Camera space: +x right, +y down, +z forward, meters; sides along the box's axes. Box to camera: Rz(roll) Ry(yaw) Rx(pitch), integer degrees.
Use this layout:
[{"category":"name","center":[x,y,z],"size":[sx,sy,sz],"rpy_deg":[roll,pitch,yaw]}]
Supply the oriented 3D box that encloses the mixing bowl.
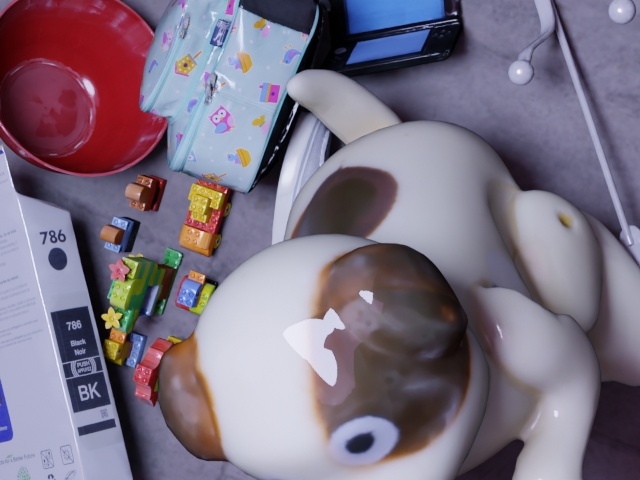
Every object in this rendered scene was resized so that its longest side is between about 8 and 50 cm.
[{"category":"mixing bowl","center":[-0.238,-0.134,1.511],"size":[0.098,0.181,0.181],"rpy_deg":[-26,80,58]}]

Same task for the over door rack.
[{"category":"over door rack","center":[0.281,-0.147,1.308],"size":[0.239,0.108,0.324],"rpy_deg":[-30,80,41]}]

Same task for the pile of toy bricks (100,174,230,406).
[{"category":"pile of toy bricks","center":[-0.162,0.037,1.502],"size":[0.118,0.105,0.212],"rpy_deg":[19,96,18]}]

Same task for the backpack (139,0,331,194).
[{"category":"backpack","center":[-0.082,-0.140,1.436],"size":[0.144,0.166,0.188],"rpy_deg":[11,102,-10]}]

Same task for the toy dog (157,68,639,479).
[{"category":"toy dog","center":[0.063,0.062,1.220],"size":[0.284,0.408,0.395],"rpy_deg":[-16,99,25]}]

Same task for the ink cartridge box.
[{"category":"ink cartridge box","center":[-0.281,0.086,1.535],"size":[0.165,0.065,0.333],"rpy_deg":[-16,87,43]}]

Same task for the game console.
[{"category":"game console","center":[0.057,-0.199,1.447],"size":[0.122,0.107,0.071],"rpy_deg":[-8,116,19]}]

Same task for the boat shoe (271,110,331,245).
[{"category":"boat shoe","center":[0.000,0.001,1.469],"size":[0.081,0.079,0.227],"rpy_deg":[7,95,6]}]
